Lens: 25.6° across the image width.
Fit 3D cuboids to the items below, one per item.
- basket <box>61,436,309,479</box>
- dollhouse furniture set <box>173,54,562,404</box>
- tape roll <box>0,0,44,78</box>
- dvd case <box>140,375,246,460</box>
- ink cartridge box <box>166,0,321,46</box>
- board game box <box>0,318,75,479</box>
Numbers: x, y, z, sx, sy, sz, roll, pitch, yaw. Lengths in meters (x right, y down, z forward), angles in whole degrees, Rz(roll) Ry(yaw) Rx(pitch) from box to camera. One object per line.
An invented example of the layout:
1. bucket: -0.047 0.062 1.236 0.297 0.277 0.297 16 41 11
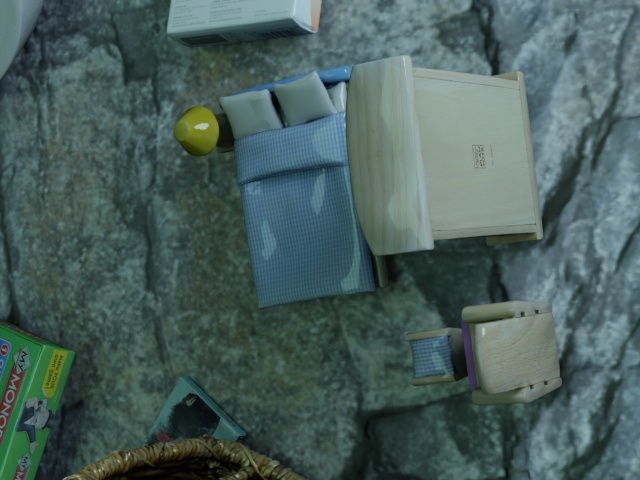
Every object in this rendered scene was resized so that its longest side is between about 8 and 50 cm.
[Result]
1. basket: -0.117 0.260 1.150 0.223 0.299 0.213 -38 79 30
2. dollhouse furniture set: 0.000 0.000 1.126 0.303 0.198 0.286 -8 88 34
3. tape roll: -0.456 -0.286 1.351 0.392 0.072 0.392 8 131 9
4. dvd case: -0.128 0.201 1.329 0.087 0.013 0.119 41 115 25
5. ink cartridge box: -0.061 -0.267 1.259 0.145 0.045 0.179 -1 74 34
6. board game box: -0.375 0.230 1.415 0.213 0.046 0.317 18 89 39
